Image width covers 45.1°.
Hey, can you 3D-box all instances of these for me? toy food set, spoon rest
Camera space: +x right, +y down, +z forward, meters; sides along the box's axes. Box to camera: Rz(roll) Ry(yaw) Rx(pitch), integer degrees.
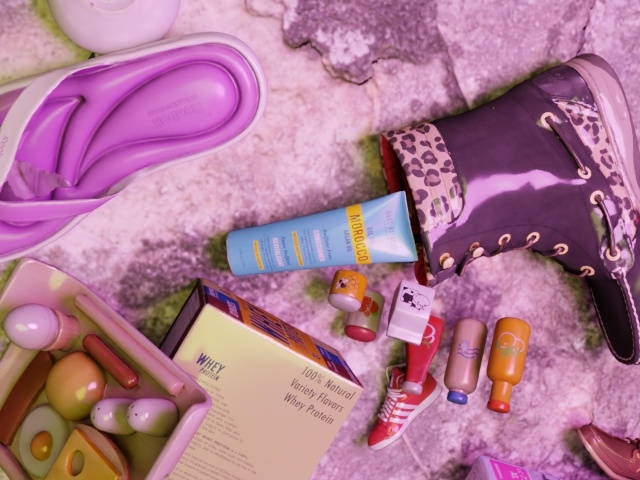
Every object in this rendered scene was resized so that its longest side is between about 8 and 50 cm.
[{"bbox_3d":[0.111,0.121,0.889,0.232,0.111,0.105,17,69,-2],"label":"toy food set"},{"bbox_3d":[-0.212,-0.329,0.783,0.137,0.084,0.277,-1,102,-9],"label":"spoon rest"},{"bbox_3d":[-0.265,0.178,0.772,0.092,0.306,0.220,28,93,-55],"label":"toy food set"}]

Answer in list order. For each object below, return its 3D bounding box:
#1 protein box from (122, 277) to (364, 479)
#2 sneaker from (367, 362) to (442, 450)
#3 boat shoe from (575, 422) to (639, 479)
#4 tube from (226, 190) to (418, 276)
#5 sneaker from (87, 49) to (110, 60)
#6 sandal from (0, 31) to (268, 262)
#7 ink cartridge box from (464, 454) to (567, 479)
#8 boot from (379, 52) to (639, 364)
[{"bbox_3d":[-0.097,0.184,0.866,0.199,0.136,0.201,30,93,-14],"label":"protein box"},{"bbox_3d":[0.089,0.200,0.956,0.118,0.042,0.067,-43,109,-10],"label":"sneaker"},{"bbox_3d":[0.409,0.286,1.022,0.178,0.064,0.060,36,109,-21],"label":"boat shoe"},{"bbox_3d":[0.000,0.000,0.863,0.206,0.052,0.080,-9,111,11],"label":"tube"},{"bbox_3d":[-0.221,-0.186,0.829,0.069,0.038,0.098,-13,93,-8],"label":"sneaker"},{"bbox_3d":[-0.252,-0.096,0.777,0.416,0.102,0.169,-28,110,3],"label":"sandal"},{"bbox_3d":[0.304,0.403,1.007,0.310,0.065,0.186,19,111,-16],"label":"ink cartridge box"},{"bbox_3d":[0.243,-0.003,0.904,0.284,0.138,0.378,-17,99,-10],"label":"boot"}]
